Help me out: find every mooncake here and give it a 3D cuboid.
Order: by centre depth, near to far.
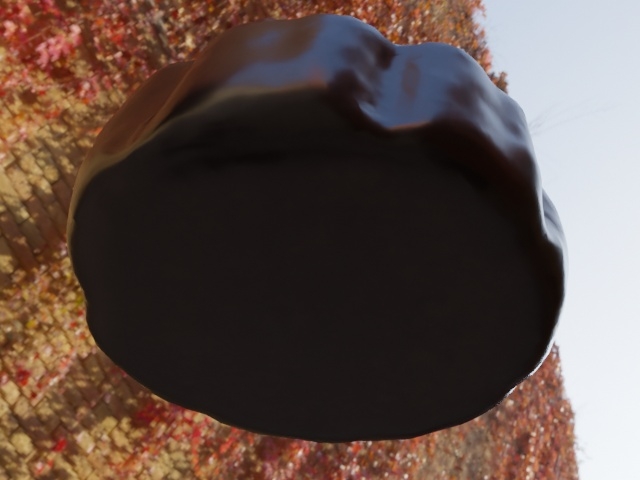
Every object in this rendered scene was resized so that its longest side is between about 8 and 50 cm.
[{"bbox_3d":[0.000,0.000,0.454,0.283,0.141,0.283,5,-45,5],"label":"mooncake"}]
